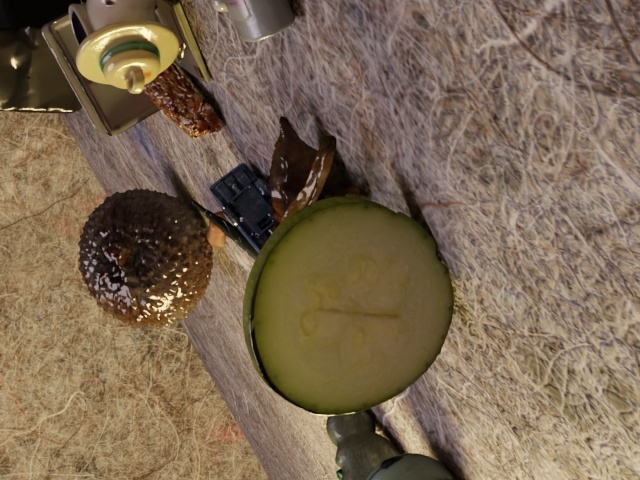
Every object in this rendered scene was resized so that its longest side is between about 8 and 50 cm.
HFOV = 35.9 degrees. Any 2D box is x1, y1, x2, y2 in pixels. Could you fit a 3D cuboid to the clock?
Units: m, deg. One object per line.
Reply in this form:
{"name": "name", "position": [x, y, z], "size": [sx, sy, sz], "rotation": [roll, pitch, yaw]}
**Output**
{"name": "clock", "position": [-0.318, -0.277, 1.526], "size": [0.071, 0.147, 0.192], "rotation": [17, 138, 61]}

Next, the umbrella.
{"name": "umbrella", "position": [-0.091, 0.021, 1.494], "size": [0.269, 0.044, 0.044], "rotation": [41, -179, -27]}

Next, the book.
{"name": "book", "position": [-0.216, -0.302, 1.404], "size": [0.181, 0.014, 0.127], "rotation": [40, 157, 50]}

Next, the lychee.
{"name": "lychee", "position": [-0.352, 0.031, 2.048], "size": [0.300, 0.300, 0.300], "rotation": [52, 164, 21]}

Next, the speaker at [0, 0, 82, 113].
{"name": "speaker", "position": [-0.512, -0.357, 1.693], "size": [0.388, 0.184, 0.180], "rotation": [-122, 37, -51]}

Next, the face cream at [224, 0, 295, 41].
{"name": "face cream", "position": [-0.089, -0.289, 0.936], "size": [0.084, 0.057, 0.198], "rotation": [27, 147, 61]}

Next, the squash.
{"name": "squash", "position": [0.025, 0.064, 0.979], "size": [0.219, 0.219, 0.041], "rotation": [63, 166, -18]}

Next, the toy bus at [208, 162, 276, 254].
{"name": "toy bus", "position": [-0.064, -0.010, 1.405], "size": [0.236, 0.079, 0.094], "rotation": [49, 179, 30]}

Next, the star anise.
{"name": "star anise", "position": [0.002, 0.001, 1.140], "size": [0.292, 0.109, 0.349], "rotation": [55, 165, -9]}

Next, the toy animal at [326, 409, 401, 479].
{"name": "toy animal", "position": [0.069, 0.333, 1.655], "size": [0.108, 0.138, 0.236], "rotation": [16, -128, -50]}

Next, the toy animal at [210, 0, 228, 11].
{"name": "toy animal", "position": [-0.205, -0.346, 1.042], "size": [0.282, 0.138, 0.140], "rotation": [50, 159, 22]}

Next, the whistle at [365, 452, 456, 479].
{"name": "whistle", "position": [0.153, 0.389, 1.425], "size": [0.289, 0.163, 0.163], "rotation": [20, -163, -44]}

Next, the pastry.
{"name": "pastry", "position": [-0.214, -0.209, 1.472], "size": [0.169, 0.063, 0.087], "rotation": [47, 172, 25]}

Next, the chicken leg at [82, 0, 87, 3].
{"name": "chicken leg", "position": [-0.397, -0.444, 1.674], "size": [0.145, 0.037, 0.062], "rotation": [128, 123, -76]}

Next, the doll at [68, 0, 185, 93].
{"name": "doll", "position": [-0.283, -0.322, 1.340], "size": [0.271, 0.144, 0.208], "rotation": [30, 114, 52]}

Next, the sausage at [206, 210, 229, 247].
{"name": "sausage", "position": [-0.190, -0.022, 1.838], "size": [0.043, 0.043, 0.186], "rotation": [56, 165, 5]}
